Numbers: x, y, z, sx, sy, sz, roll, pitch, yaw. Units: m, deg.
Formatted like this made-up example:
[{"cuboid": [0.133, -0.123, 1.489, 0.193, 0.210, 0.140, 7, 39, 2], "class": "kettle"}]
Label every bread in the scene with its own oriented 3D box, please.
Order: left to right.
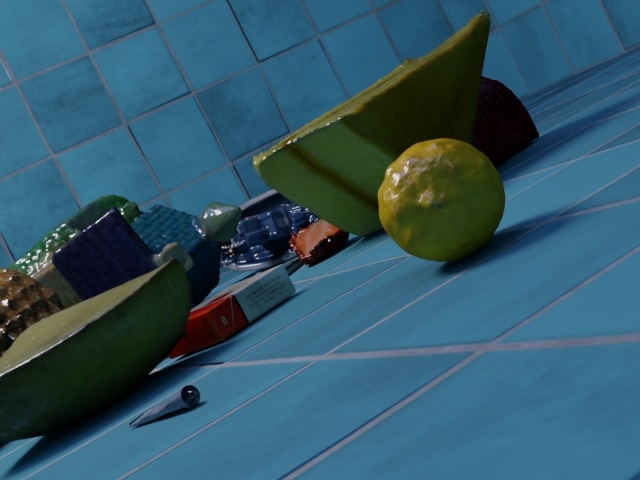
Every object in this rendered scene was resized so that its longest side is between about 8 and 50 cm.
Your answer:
[{"cuboid": [0.093, -0.217, 1.589, 0.233, 0.245, 0.361, -23, 43, 49], "class": "bread"}]

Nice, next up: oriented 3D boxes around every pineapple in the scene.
[{"cuboid": [-0.439, 0.175, 1.403, 0.202, 0.202, 0.362, -27, 16, 6], "class": "pineapple"}]

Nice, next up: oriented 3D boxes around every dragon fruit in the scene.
[{"cuboid": [0.243, -0.173, 1.754, 0.163, 0.189, 0.262, 14, 25, 34], "class": "dragon fruit"}]

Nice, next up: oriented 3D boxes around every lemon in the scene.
[{"cuboid": [0.109, -0.036, 0.982, 0.114, 0.114, 0.155, -26, -1, 8], "class": "lemon"}]

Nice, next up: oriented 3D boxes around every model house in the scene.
[{"cuboid": [-0.291, 0.032, 1.751, 0.280, 0.245, 0.312, -28, 11, 43], "class": "model house"}]

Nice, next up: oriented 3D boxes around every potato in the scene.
[{"cuboid": [-0.287, 0.152, 1.190, 0.269, 0.112, 0.255, -26, 9, 30], "class": "potato"}]

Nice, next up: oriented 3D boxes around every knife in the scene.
[{"cuboid": [-0.039, 0.036, 1.705, 0.028, 0.015, 0.210, -31, 1, 24], "class": "knife"}]

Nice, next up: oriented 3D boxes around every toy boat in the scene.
[{"cuboid": [-0.088, -0.021, 1.926, 0.309, 0.129, 0.142, -23, -6, 31], "class": "toy boat"}]

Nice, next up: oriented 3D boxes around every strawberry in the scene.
[{"cuboid": [0.001, 0.003, 1.666, 0.104, 0.048, 0.152, -18, 21, 23], "class": "strawberry"}]

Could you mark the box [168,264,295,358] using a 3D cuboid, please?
[{"cuboid": [-0.114, 0.086, 1.329, 0.100, 0.048, 0.152, -26, 2, 39], "class": "box"}]

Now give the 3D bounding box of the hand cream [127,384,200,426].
[{"cuboid": [-0.133, 0.146, 0.944, 0.030, 0.019, 0.093, -33, 1, -44], "class": "hand cream"}]

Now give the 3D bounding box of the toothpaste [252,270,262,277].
[{"cuboid": [-0.181, 0.115, 1.421, 0.301, 0.048, 0.075, -26, -1, -25], "class": "toothpaste"}]
